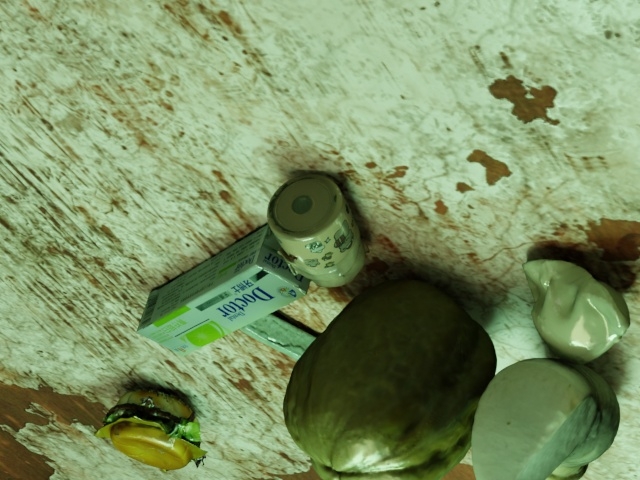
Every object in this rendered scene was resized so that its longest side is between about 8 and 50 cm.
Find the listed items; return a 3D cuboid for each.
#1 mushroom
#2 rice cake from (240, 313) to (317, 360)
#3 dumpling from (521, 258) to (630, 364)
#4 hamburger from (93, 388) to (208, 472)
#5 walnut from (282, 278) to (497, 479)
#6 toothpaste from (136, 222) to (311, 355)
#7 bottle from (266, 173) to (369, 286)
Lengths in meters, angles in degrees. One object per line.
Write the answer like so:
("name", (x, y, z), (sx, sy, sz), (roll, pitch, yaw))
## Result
("mushroom", (0.282, 0.224, 1.899), (0.126, 0.177, 0.397), (28, -173, 21))
("rice cake", (-0.004, 0.154, 2.117), (0.245, 0.042, 0.045), (29, 165, -18))
("dumpling", (0.279, 0.070, 1.764), (0.134, 0.100, 0.169), (51, -177, 4))
("hamburger", (-0.254, 0.291, 2.450), (0.189, 0.093, 0.164), (-12, 140, 46))
("walnut", (0.082, 0.181, 1.878), (0.283, 0.283, 0.227), (0, 128, 32))
("toothpaste", (-0.127, 0.069, 2.028), (0.081, 0.067, 0.336), (29, 150, -22))
("bottle", (0.001, 0.001, 1.806), (0.099, 0.099, 0.152), (7, 152, 23))
